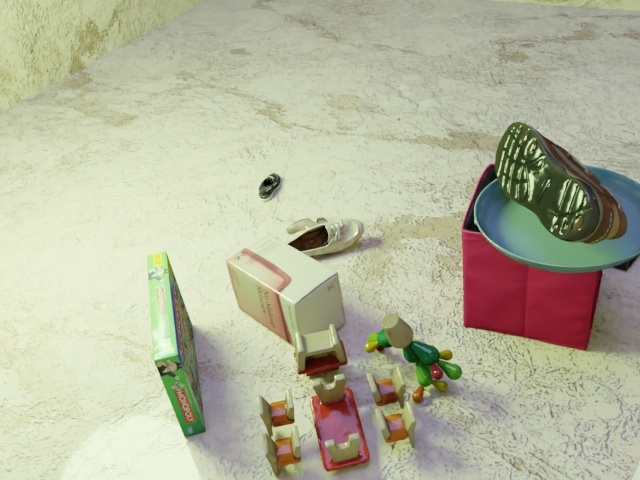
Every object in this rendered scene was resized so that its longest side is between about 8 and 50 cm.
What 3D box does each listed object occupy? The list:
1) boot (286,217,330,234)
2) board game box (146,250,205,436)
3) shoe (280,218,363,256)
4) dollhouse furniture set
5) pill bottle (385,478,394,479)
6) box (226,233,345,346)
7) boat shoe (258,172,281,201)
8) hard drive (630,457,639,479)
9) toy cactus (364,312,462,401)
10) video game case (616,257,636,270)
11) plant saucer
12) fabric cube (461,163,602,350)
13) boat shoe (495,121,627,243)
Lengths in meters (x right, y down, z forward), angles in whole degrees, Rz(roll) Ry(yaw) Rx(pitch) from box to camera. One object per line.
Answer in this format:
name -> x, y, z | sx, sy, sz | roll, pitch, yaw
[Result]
boot -> -0.019, -0.018, 1.784 | 0.118, 0.042, 0.087 | -19, 42, -7
board game box -> -0.288, 0.197, 1.409 | 0.046, 0.213, 0.317 | -14, 37, -6
shoe -> 0.000, 0.000, 1.716 | 0.219, 0.076, 0.058 | -17, -2, 2
dollhouse furniture set -> 0.022, 0.297, 1.312 | 0.262, 0.135, 0.259 | -12, 48, -3
pill bottle -> 0.083, 0.435, 1.132 | 0.116, 0.065, 0.065 | -33, 43, -30
box -> -0.075, 0.110, 1.533 | 0.127, 0.148, 0.232 | -34, 42, -29
boat shoe -> -0.145, -0.159, 2.002 | 0.046, 0.038, 0.125 | 6, 39, 19
hard drive -> 0.464, 0.380, 0.944 | 0.040, 0.210, 0.319 | 43, 50, 6
toy cactus -> 0.156, 0.206, 1.342 | 0.112, 0.180, 0.219 | -46, 41, -12
video game case -> 0.645, -0.052, 1.686 | 0.275, 0.035, 0.248 | 23, 47, 37
plant saucer -> 0.438, -0.039, 1.276 | 0.318, 0.043, 0.317 | -6, 36, 4
fabric cube -> 0.438, 0.024, 1.444 | 0.259, 0.258, 0.254 | 9, 41, 23
boat shoe -> 0.413, -0.094, 1.242 | 0.120, 0.122, 0.324 | 12, 33, -23
